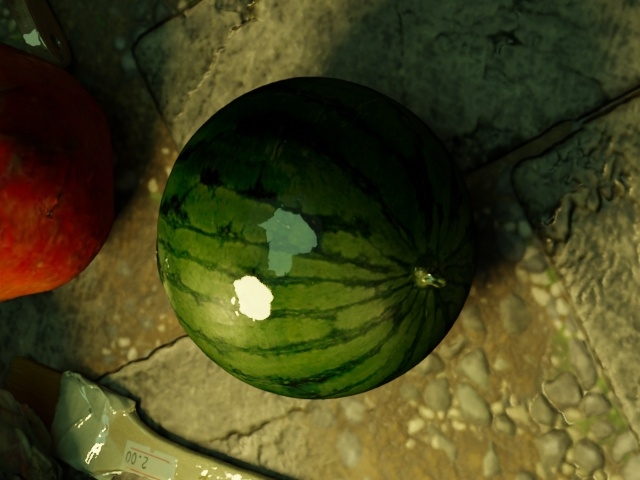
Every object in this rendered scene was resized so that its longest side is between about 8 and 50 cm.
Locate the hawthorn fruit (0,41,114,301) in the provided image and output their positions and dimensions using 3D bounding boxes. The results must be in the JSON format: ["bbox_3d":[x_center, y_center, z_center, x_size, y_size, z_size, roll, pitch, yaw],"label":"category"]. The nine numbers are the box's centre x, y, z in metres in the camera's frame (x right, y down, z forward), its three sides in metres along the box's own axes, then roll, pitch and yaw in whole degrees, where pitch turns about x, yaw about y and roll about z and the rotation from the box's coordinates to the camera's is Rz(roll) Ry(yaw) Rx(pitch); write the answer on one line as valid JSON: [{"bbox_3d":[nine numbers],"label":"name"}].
[{"bbox_3d":[-0.284,-0.058,1.398,0.224,0.261,0.224,-1,85,10],"label":"hawthorn fruit"}]

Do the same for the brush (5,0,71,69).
[{"bbox_3d":[-0.279,-0.298,1.501,0.065,0.070,0.327,-26,83,10],"label":"brush"}]

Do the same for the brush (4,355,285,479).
[{"bbox_3d":[-0.129,0.187,1.475,0.336,0.020,0.085,19,98,20],"label":"brush"}]

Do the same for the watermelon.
[{"bbox_3d":[-0.004,-0.001,1.306,0.242,0.242,0.242,1,92,21],"label":"watermelon"}]

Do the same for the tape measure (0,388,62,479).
[{"bbox_3d":[-0.319,0.238,1.414,0.147,0.275,0.256,-8,59,26],"label":"tape measure"}]
